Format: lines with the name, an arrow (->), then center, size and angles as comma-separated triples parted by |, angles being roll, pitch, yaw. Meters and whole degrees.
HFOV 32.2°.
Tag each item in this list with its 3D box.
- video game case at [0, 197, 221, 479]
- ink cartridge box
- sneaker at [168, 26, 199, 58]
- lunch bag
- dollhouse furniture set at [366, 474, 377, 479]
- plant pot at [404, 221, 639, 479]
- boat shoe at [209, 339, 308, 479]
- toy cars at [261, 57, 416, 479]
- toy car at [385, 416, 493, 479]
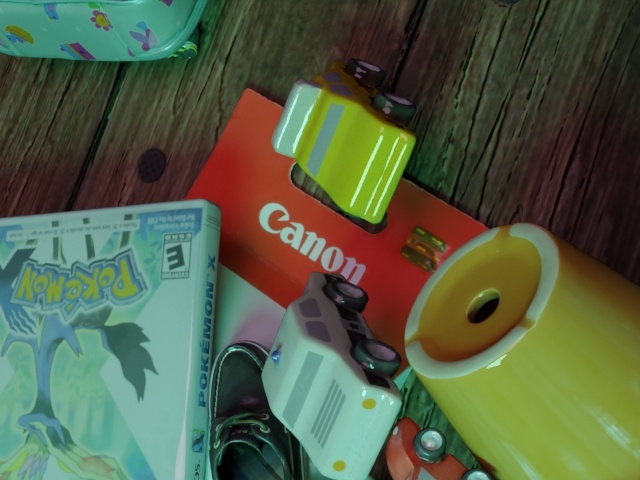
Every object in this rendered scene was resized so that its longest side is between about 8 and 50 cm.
video game case -> -0.245, 0.120, 1.002 | 0.329, 0.036, 0.300 | -4, 75, 25
ink cartridge box -> -0.077, 0.077, 0.998 | 0.308, 0.091, 0.385 | 33, 95, 29
sneaker -> -0.158, -0.208, 1.145 | 0.083, 0.031, 0.035 | 11, 69, 24
lunch bag -> -0.226, -0.297, 1.140 | 0.279, 0.108, 0.224 | 5, 62, 25
dollhouse furniture set -> 0.041, 0.366, 0.881 | 0.197, 0.151, 0.301 | 25, 64, 18
plant pot -> 0.165, 0.092, 0.768 | 0.205, 0.188, 0.205 | -36, 28, 23
boat shoe -> -0.054, 0.174, 0.869 | 0.080, 0.076, 0.228 | -13, 60, 10
toy cars -> 0.000, 0.000, 0.880 | 0.176, 0.087, 0.393 | 137, 143, -57
toy car -> 0.146, 0.218, 0.705 | 0.053, 0.225, 0.239 | -42, 101, -23
